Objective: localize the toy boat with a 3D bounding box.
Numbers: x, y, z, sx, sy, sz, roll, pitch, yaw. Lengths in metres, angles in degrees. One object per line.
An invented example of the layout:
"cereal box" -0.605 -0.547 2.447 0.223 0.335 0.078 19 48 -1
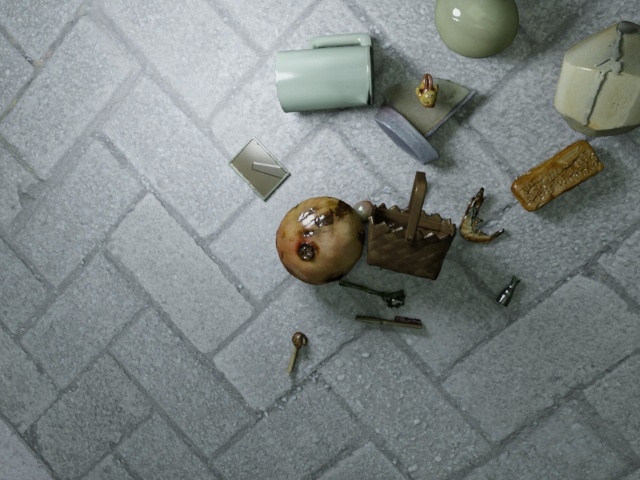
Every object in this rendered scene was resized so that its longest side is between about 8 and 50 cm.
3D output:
"toy boat" 0.332 -0.432 1.530 0.276 0.111 0.293 29 89 7

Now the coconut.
"coconut" 0.857 -0.473 1.297 0.323 0.323 0.322 1 98 11

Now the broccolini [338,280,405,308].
"broccolini" 0.193 0.194 1.672 0.255 0.071 0.057 15 142 15

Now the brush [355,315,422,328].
"brush" 0.254 0.295 1.663 0.248 0.043 0.036 6 91 11

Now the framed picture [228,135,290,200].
"framed picture" -0.234 -0.274 1.698 0.203 0.015 0.150 46 103 3

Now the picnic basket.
"picnic basket" 0.307 -0.058 1.495 0.291 0.254 0.320 12 110 9

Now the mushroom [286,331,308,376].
"mushroom" -0.096 0.444 1.744 0.061 0.060 0.187 17 103 10

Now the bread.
"bread" 0.772 -0.213 1.475 0.271 0.077 0.139 -35 86 12

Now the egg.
"egg" 0.484 -0.692 1.398 0.269 0.219 0.219 31 102 11

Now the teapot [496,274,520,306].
"teapot" 0.663 0.176 1.566 0.043 0.043 0.110 29 100 6

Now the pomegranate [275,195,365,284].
"pomegranate" 0.000 0.000 1.557 0.322 0.322 0.322 1 98 11

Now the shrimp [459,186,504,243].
"shrimp" 0.574 -0.078 1.550 0.148 0.035 0.195 20 108 11

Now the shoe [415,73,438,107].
"shoe" 0.347 -0.487 1.458 0.072 0.069 0.109 10 68 11

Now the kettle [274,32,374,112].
"kettle" 0.025 -0.568 1.537 0.318 0.265 0.205 -1 129 12

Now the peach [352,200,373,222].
"peach" 0.157 -0.104 1.610 0.083 0.083 0.083 1 98 11
